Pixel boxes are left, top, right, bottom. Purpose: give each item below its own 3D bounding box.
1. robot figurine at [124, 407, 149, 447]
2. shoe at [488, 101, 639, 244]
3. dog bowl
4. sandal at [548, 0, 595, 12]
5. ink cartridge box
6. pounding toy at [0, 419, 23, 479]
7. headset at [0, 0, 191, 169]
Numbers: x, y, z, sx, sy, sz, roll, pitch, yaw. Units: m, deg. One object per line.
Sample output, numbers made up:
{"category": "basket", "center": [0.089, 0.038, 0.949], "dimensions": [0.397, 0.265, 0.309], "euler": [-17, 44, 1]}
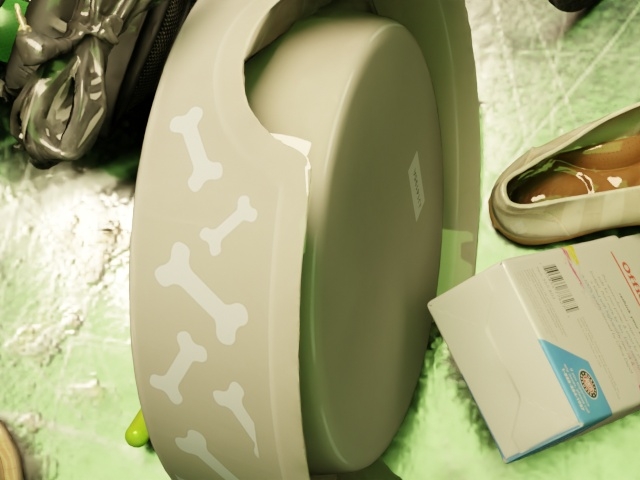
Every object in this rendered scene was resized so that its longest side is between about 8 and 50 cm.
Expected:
{"category": "robot figurine", "center": [-0.071, 0.101, 1.124], "dimensions": [0.101, 0.067, 0.115], "euler": [-25, 77, 31]}
{"category": "shoe", "center": [0.210, -0.049, 1.127], "dimensions": [0.219, 0.058, 0.076], "euler": [-17, 69, 3]}
{"category": "dog bowl", "center": [0.000, 0.000, 1.009], "dimensions": [0.102, 0.349, 0.348], "euler": [5, 80, 18]}
{"category": "sandal", "center": [0.195, -0.217, 1.165], "dimensions": [0.040, 0.067, 0.179], "euler": [34, 77, 18]}
{"category": "ink cartridge box", "center": [0.154, 0.060, 1.086], "dimensions": [0.062, 0.181, 0.104], "euler": [-33, 76, 34]}
{"category": "pounding toy", "center": [-0.274, 0.164, 1.085], "dimensions": [0.270, 0.155, 0.154], "euler": [10, 85, 7]}
{"category": "headset", "center": [-0.188, -0.127, 1.026], "dimensions": [0.243, 0.394, 0.185], "euler": [24, 80, -29]}
